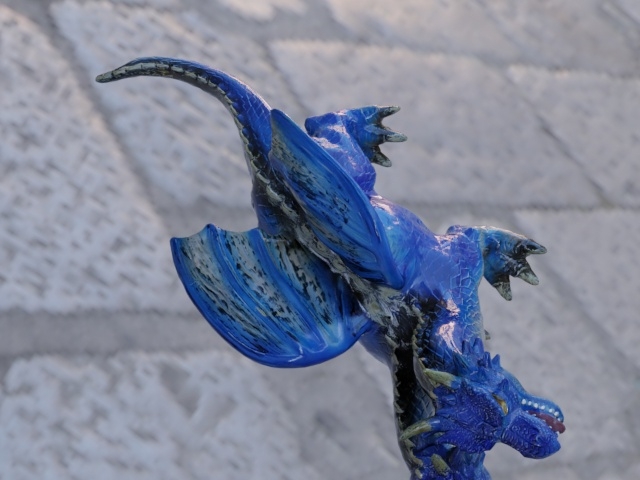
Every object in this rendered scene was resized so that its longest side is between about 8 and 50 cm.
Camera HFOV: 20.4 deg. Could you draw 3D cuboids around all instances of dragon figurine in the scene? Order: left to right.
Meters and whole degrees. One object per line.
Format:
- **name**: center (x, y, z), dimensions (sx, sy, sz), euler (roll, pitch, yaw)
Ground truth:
- **dragon figurine**: center (0.000, 0.000, 0.725), dimensions (0.289, 0.085, 0.144), euler (45, 22, 14)
